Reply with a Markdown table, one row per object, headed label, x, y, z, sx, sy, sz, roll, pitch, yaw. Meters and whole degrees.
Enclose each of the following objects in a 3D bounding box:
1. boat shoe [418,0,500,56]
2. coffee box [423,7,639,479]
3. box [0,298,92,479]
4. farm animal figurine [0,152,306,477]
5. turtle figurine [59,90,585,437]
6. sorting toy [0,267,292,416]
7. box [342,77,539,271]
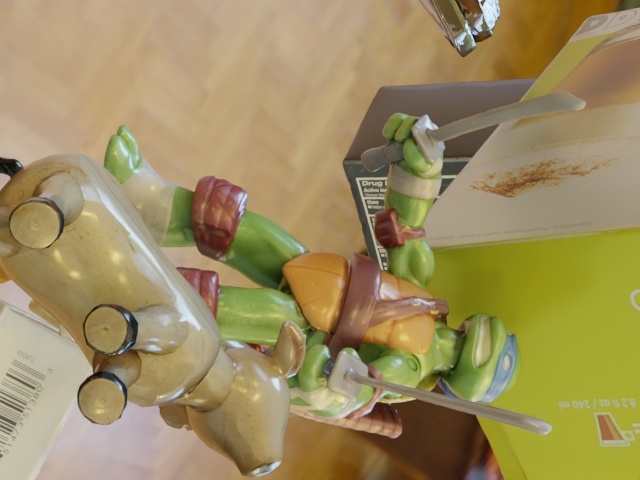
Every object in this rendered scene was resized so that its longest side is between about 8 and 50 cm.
| label | x | y | z | sx | sy | sz | roll | pitch | yaw |
| --- | --- | --- | --- | --- | --- | --- | --- | --- | --- |
| boat shoe | 0.090 | -0.233 | 1.120 | 0.104 | 0.111 | 0.307 | -36 | 153 | 1 |
| coffee box | 0.318 | 0.043 | 1.098 | 0.334 | 0.337 | 0.338 | -47 | 121 | -43 |
| box | -0.339 | 0.078 | 1.243 | 0.121 | 0.311 | 0.148 | 39 | 74 | -55 |
| farm animal figurine | -0.053 | 0.148 | 0.671 | 0.172 | 0.326 | 0.330 | -20 | 126 | -80 |
| turtle figurine | 0.000 | 0.000 | 0.909 | 0.275 | 0.266 | 0.198 | 103 | 0 | -78 |
| sorting toy | -0.157 | 0.063 | 1.359 | 0.229 | 0.307 | 0.041 | -17 | -139 | 59 |
| box | 0.215 | -0.026 | 1.913 | 0.183 | 0.296 | 0.294 | -65 | 147 | -48 |
